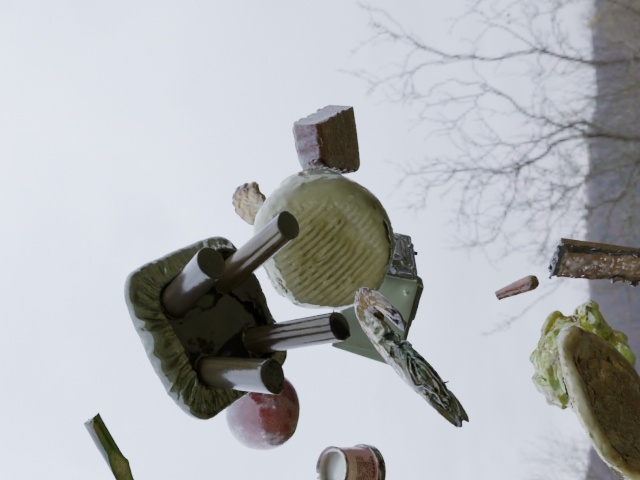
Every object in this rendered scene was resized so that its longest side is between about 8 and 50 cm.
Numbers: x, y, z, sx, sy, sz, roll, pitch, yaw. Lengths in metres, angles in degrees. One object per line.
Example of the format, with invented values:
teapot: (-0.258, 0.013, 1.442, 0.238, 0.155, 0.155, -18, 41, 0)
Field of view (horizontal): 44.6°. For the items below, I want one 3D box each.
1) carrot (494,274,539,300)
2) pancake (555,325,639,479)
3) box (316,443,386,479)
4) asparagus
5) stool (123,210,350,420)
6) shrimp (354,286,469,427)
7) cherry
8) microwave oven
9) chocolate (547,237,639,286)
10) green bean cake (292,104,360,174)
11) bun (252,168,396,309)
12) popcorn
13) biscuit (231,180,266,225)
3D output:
carrot: (0.398, 0.096, 1.575, 0.032, 0.093, 0.032, 35, -139, -37)
pancake: (0.485, 0.270, 1.303, 0.282, 0.049, 0.283, 27, -135, -31)
box: (0.075, 0.612, 2.063, 0.135, 0.151, 0.151, 16, -112, -35)
asparagus: (-0.445, 0.453, 1.656, 0.178, 0.045, 0.041, 60, -170, 0)
stool: (-0.148, 0.126, 1.421, 0.310, 0.226, 0.310, -29, -88, -52)
shrimp: (0.149, 0.188, 1.335, 0.058, 0.296, 0.169, -34, -38, -16)
cherry: (-0.176, 0.514, 2.357, 0.285, 0.212, 0.236, -142, 63, -65)
microwave oven: (0.185, 0.170, 2.563, 0.394, 0.247, 0.333, -82, 6, -67)
chocolate: (0.647, 0.044, 1.661, 0.065, 0.329, 0.102, -88, 5, -47)
green bean cake: (0.014, -0.268, 2.032, 0.232, 0.097, 0.199, -13, -87, -61)
bun: (0.000, 0.000, 1.887, 0.359, 0.211, 0.360, -5, -78, -22)
popcorn: (0.703, 0.327, 2.114, 0.335, 0.279, 0.274, 38, -162, -47)
biscuit: (-0.204, -0.113, 2.326, 0.183, 0.118, 0.061, 79, -151, -48)
